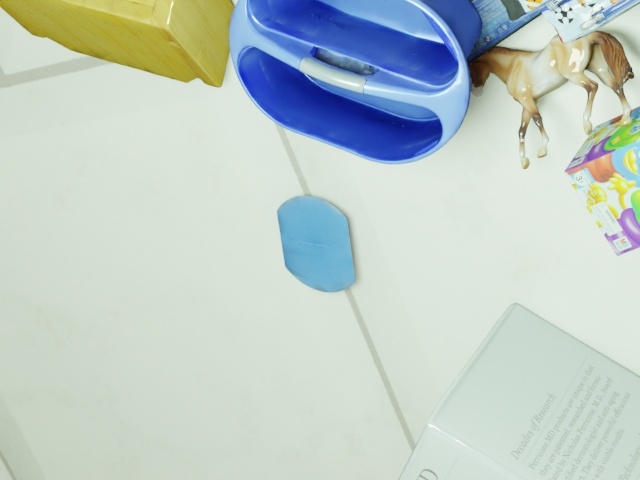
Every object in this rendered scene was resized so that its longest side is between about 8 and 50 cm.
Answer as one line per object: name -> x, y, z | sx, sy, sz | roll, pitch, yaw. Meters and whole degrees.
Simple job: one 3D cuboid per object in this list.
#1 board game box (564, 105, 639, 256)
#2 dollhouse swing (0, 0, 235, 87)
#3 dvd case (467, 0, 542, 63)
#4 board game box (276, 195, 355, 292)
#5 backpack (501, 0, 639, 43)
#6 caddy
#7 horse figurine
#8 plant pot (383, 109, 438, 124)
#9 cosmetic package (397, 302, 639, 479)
board game box -> 0.478, -0.112, 1.858 | 0.275, 0.144, 0.142 | -25, 106, 39
dollhouse swing -> -0.289, -0.451, 2.144 | 0.347, 0.305, 0.315 | 16, 169, 20
dvd case -> 0.178, -0.372, 1.901 | 0.253, 0.022, 0.180 | 53, 140, -5
board game box -> 0.000, 0.000, 2.299 | 0.133, 0.033, 0.169 | 9, 120, 32
backpack -> 0.333, -0.373, 1.700 | 0.213, 0.276, 0.263 | 46, 126, -11
caddy -> 0.047, -0.243, 1.915 | 0.341, 0.179, 0.241 | 21, 124, 16
horse figurine -> 0.313, -0.208, 1.921 | 0.263, 0.066, 0.174 | -24, 74, 45
plant pot -> 0.142, -0.187, 2.055 | 0.081, 0.081, 0.083 | 31, 123, 9
cosmetic package -> 0.336, 0.378, 2.157 | 0.393, 0.327, 0.329 | 31, 132, 11
